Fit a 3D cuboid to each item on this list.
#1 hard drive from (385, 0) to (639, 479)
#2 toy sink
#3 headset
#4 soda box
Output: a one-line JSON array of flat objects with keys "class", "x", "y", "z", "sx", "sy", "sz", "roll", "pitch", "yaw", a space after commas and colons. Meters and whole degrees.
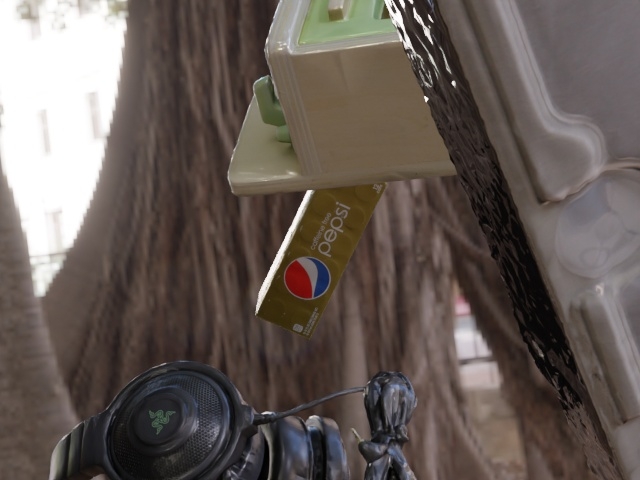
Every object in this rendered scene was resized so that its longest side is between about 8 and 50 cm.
[{"class": "hard drive", "x": 0.134, "y": -0.091, "z": 0.344, "sx": 0.237, "sy": 0.339, "sz": 0.064, "roll": -28, "pitch": 35, "yaw": -3}, {"class": "toy sink", "x": 0.035, "y": -0.140, "z": 1.023, "sx": 0.234, "sy": 0.131, "sz": 0.153, "roll": -5, "pitch": 37, "yaw": 15}, {"class": "headset", "x": -0.070, "y": 0.216, "z": 1.133, "sx": 0.243, "sy": 0.185, "sz": 0.394, "roll": 28, "pitch": -46, "yaw": -35}, {"class": "soda box", "x": 0.000, "y": 0.000, "z": 1.277, "sx": 0.061, "sy": 0.181, "sz": 0.058, "roll": 23, "pitch": 19, "yaw": -7}]
